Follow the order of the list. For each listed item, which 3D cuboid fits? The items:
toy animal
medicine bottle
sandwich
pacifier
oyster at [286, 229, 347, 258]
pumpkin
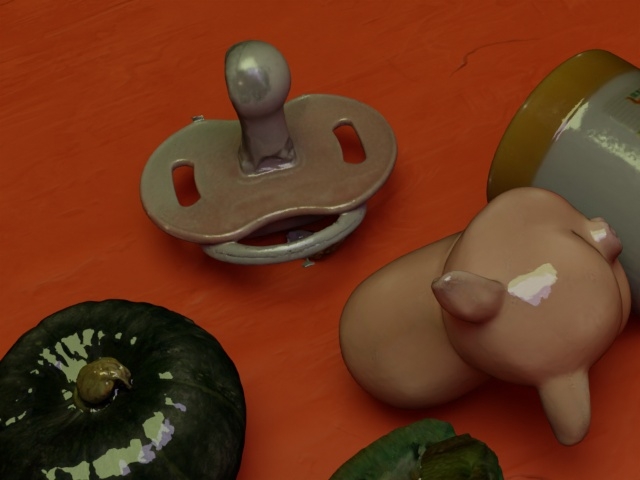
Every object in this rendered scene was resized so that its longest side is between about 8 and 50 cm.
[{"bbox_3d":[0.167,0.074,1.184,0.326,0.237,0.269,-34,22,16],"label":"toy animal"},{"bbox_3d":[0.350,-0.065,1.286,0.238,0.238,0.232,-40,58,-21],"label":"medicine bottle"},{"bbox_3d":[0.133,0.305,1.051,0.250,0.162,0.301,-19,59,-45],"label":"sandwich"},{"bbox_3d":[-0.069,-0.111,1.405,0.332,0.273,0.220,-14,8,-4],"label":"pacifier"},{"bbox_3d":[0.000,0.002,1.420,0.093,0.034,0.051,-6,35,19],"label":"oyster"},{"bbox_3d":[-0.227,0.199,1.189,0.300,0.207,0.300,-4,52,5],"label":"pumpkin"}]
